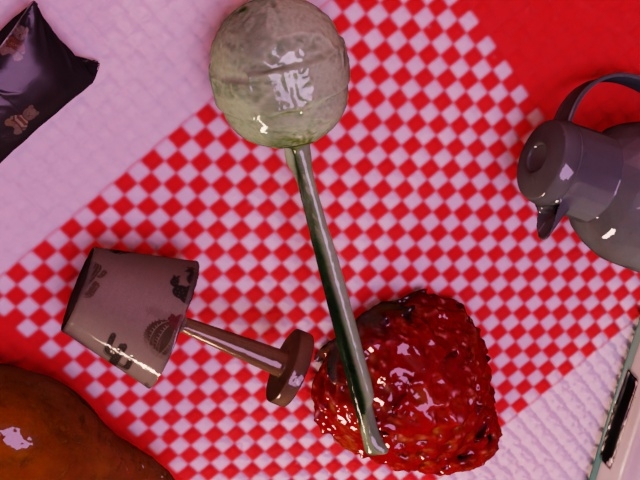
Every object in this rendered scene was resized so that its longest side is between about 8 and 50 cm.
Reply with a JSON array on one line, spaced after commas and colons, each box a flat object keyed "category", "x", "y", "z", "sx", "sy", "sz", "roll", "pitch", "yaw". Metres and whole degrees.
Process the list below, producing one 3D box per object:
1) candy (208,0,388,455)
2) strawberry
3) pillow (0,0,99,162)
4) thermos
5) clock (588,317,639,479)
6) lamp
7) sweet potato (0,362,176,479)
[{"category": "candy", "x": 0.000, "y": 0.000, "z": 1.150, "sx": 0.119, "sy": 0.119, "sz": 0.440, "roll": -18, "pitch": 113, "yaw": -10}, {"category": "strawberry", "x": 0.109, "y": 0.168, "z": 1.290, "sx": 0.190, "sy": 0.111, "sz": 0.236, "roll": -43, "pitch": 121, "yaw": 2}, {"category": "pillow", "x": -0.257, "y": -0.116, "z": 1.064, "sx": 0.150, "sy": 0.048, "sz": 0.090, "roll": -42, "pitch": 118, "yaw": 1}, {"category": "thermos", "x": 0.324, "y": -0.053, "z": 1.244, "sx": 0.286, "sy": 0.145, "sz": 0.182, "roll": 19, "pitch": 76, "yaw": -24}, {"category": "clock", "x": 0.432, "y": 0.207, "z": 1.416, "sx": 0.231, "sy": 0.116, "sz": 0.262, "roll": 4, "pitch": 112, "yaw": -19}, {"category": "lamp", "x": -0.116, "y": 0.081, "z": 1.162, "sx": 0.214, "sy": 0.121, "sz": 0.121, "roll": 24, "pitch": 106, "yaw": -14}, {"category": "sweet potato", "x": -0.273, "y": 0.168, "z": 1.165, "sx": 0.359, "sy": 0.112, "sz": 0.112, "roll": 31, "pitch": 102, "yaw": -31}]
